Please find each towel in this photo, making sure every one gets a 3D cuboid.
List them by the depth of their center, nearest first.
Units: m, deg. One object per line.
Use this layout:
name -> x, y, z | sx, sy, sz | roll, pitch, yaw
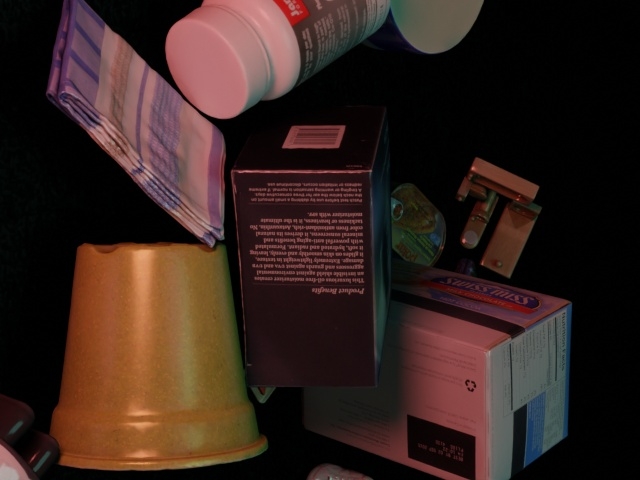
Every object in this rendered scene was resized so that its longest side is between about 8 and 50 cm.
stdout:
towel -> -0.204, -0.143, 1.556 | 0.285, 0.034, 0.209 | 45, 27, -35

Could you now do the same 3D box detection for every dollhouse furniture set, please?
dollhouse furniture set -> 0.286, -0.035, 2.220 | 0.151, 0.144, 0.123 | 101, 15, -77

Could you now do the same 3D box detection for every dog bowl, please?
dog bowl -> 0.136, -0.405, 1.948 | 0.265, 0.104, 0.265 | -20, 117, -46

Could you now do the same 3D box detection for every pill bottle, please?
pill bottle -> -0.053, -0.279, 1.714 | 0.283, 0.161, 0.161 | -39, 130, -37

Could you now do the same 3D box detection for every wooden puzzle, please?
wooden puzzle -> -0.079, 0.192, 1.953 | 0.116, 0.014, 0.078 | -58, 138, -20

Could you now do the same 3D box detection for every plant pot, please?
plant pot -> -0.203, 0.128, 1.616 | 0.276, 0.276, 0.254 | -2, 92, -50

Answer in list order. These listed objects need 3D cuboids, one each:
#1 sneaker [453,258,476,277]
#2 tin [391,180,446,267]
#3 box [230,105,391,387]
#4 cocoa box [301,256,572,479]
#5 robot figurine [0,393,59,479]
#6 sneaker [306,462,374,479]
sneaker -> 0.205, 0.104, 2.220 | 0.221, 0.087, 0.083 | -59, 149, -46
tin -> 0.138, -0.022, 2.131 | 0.190, 0.040, 0.106 | 43, 65, -48
box -> 0.000, 0.000, 1.758 | 0.296, 0.183, 0.294 | -73, 163, -67
cocoa box -> 0.169, 0.187, 1.986 | 0.228, 0.347, 0.231 | -23, 118, -45
robot figurine -> -0.416, 0.293, 1.457 | 0.209, 0.173, 0.278 | 40, 62, -2
sneaker -> 0.039, 0.387, 2.116 | 0.134, 0.070, 0.051 | 15, 92, -50
